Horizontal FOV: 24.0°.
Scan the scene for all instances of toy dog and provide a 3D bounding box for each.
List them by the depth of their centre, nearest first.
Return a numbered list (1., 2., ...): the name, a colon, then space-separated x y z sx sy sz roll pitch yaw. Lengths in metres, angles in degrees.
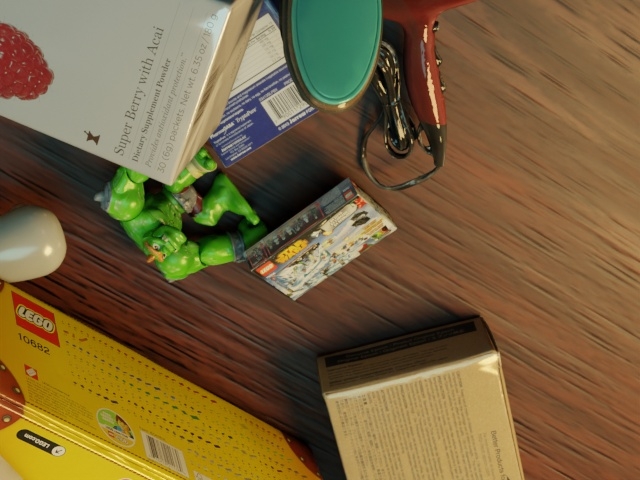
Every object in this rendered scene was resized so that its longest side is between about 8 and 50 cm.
1. toy dog: -0.434 0.007 1.485 0.333 0.161 0.220 8 125 -23

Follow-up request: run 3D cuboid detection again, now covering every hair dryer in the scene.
1. hair dryer: 0.093 -0.200 1.459 0.223 0.080 0.293 36 123 -23

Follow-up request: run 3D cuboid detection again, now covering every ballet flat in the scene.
1. ballet flat: 0.004 -0.244 1.357 0.095 0.096 0.280 2 81 -15

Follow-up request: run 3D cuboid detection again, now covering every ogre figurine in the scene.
1. ogre figurine: -0.141 -0.032 1.508 0.118 0.097 0.197 -38 147 0

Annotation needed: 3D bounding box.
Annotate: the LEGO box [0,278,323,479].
1. LEGO box: -0.278 0.297 1.531 0.372 0.193 0.500 -43 127 17

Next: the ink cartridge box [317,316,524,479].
1. ink cartridge box: 0.115 0.220 1.653 0.193 0.088 0.235 -14 116 1

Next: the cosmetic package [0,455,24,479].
1. cosmetic package: -0.349 0.294 1.290 0.224 0.138 0.224 -29 130 3

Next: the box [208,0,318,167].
1. box: -0.097 -0.197 1.426 0.136 0.036 0.225 -29 102 23

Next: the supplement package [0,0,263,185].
1. supplement package: -0.218 -0.203 1.332 0.293 0.175 0.177 22 114 2

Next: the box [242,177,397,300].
1. box: 0.000 0.000 1.545 0.137 0.027 0.094 -35 146 12
